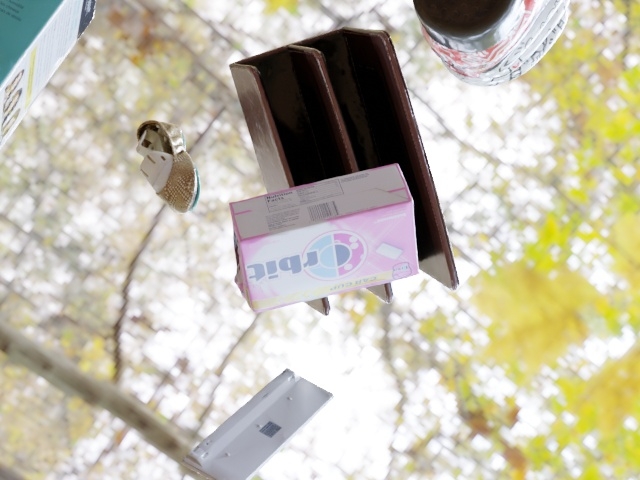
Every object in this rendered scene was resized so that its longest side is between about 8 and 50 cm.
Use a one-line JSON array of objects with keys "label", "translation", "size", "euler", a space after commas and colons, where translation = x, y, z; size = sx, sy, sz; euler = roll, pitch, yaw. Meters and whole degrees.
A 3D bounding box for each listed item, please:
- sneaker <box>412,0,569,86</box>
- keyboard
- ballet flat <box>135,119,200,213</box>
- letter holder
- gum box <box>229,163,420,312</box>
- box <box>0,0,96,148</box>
[{"label": "sneaker", "translation": [0.145, -0.230, 1.007], "size": [0.270, 0.090, 0.145], "euler": [-63, 164, -6]}, {"label": "keyboard", "translation": [-0.067, 0.216, 1.770], "size": [0.256, 0.072, 0.014], "euler": [-37, 156, -57]}, {"label": "ballet flat", "translation": [-0.203, -0.097, 1.956], "size": [0.073, 0.067, 0.206], "euler": [-62, -156, 16]}, {"label": "letter holder", "translation": [0.029, -0.075, 1.726], "size": [0.152, 0.301, 0.214], "euler": [-19, -167, -11]}, {"label": "gum box", "translation": [0.000, 0.000, 1.552], "size": [0.188, 0.107, 0.062], "euler": [-13, -136, -5]}, {"label": "box", "translation": [-0.238, -0.115, 1.072], "size": [0.244, 0.060, 0.100], "euler": [-62, 180, -30]}]
